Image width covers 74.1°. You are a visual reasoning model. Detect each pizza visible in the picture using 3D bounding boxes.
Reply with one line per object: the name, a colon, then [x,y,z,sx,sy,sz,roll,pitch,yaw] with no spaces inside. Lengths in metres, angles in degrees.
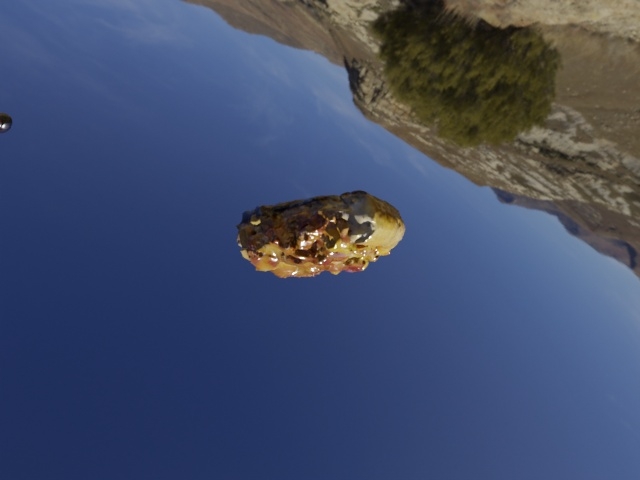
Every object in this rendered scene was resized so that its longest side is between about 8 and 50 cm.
pizza: [0.000,0.000,0.726,0.278,0.409,0.113,1,-103,-17]

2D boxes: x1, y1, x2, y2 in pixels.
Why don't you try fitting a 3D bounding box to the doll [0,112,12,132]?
doll: [-0.585,-0.202,0.613,0.127,0.088,0.248,28,-167,1]
